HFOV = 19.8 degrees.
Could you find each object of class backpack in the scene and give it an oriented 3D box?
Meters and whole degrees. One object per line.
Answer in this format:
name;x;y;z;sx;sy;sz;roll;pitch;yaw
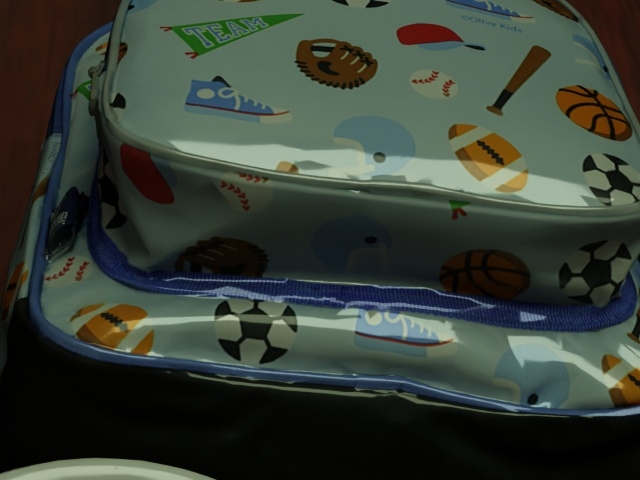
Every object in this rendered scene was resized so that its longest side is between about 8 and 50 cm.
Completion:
backpack;0.000;0.000;0.701;0.277;0.213;0.263;11;26;-12

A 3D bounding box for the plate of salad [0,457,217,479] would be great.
plate of salad;-0.057;0.156;0.529;0.200;0.048;0.199;8;65;-16
